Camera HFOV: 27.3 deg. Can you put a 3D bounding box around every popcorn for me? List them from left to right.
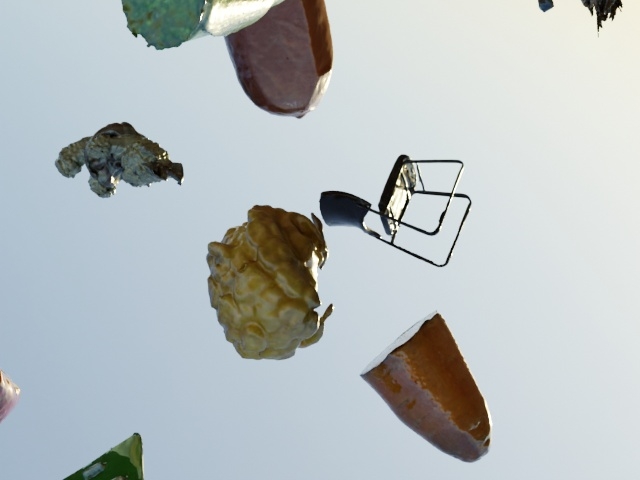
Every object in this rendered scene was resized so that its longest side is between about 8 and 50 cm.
[{"bbox_3d":[-0.078,0.063,2.013,0.190,0.250,0.250,-13,-158,-4],"label":"popcorn"}]

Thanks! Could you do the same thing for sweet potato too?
[{"bbox_3d":[0.000,0.000,2.585,0.026,0.115,0.026,-7,175,-1],"label":"sweet potato"}]

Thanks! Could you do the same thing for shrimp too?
[{"bbox_3d":[0.472,-0.429,2.240,0.090,0.079,0.233,38,-136,-31],"label":"shrimp"}]

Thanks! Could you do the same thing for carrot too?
[{"bbox_3d":[0.186,0.235,2.017,0.225,0.159,0.159,50,-160,7],"label":"carrot"}]

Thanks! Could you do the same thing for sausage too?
[{"bbox_3d":[-0.063,-0.304,1.887,0.153,0.268,0.141,-12,-156,4],"label":"sausage"}]

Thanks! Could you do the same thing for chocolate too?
[{"bbox_3d":[-0.106,-0.276,1.439,0.110,0.110,0.291,29,-157,13],"label":"chocolate"}]

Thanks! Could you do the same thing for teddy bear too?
[{"bbox_3d":[-0.302,-0.134,2.078,0.213,0.111,0.133,-1,158,34],"label":"teddy bear"}]

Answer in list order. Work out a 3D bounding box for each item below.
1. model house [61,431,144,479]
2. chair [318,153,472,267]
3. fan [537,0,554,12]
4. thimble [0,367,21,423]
[{"bbox_3d":[-0.287,0.493,1.863,0.313,0.357,0.242,48,-167,-34],"label":"model house"},{"bbox_3d":[0.126,-0.067,2.227,0.221,0.145,0.140,15,158,19],"label":"chair"},{"bbox_3d":[0.242,-0.325,1.487,0.038,0.016,0.193,41,-146,-38],"label":"fan"},{"bbox_3d":[-0.630,0.197,1.976,0.350,0.230,0.350,40,165,13],"label":"thimble"}]
